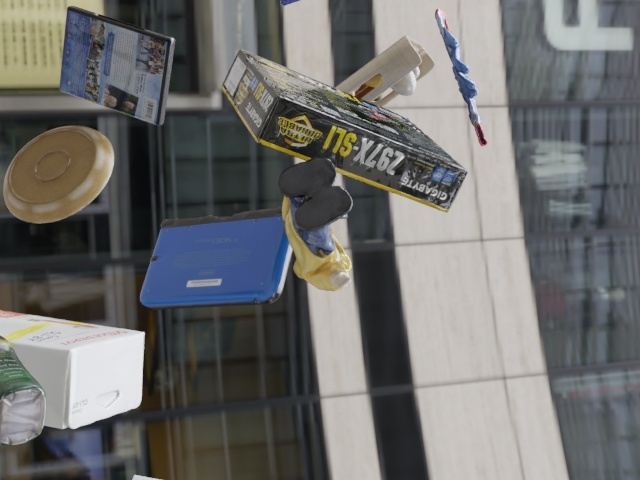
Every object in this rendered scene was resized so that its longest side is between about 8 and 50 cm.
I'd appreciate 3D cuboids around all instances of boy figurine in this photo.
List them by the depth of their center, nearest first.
[{"bbox_3d":[0.000,0.000,1.399,0.285,0.092,0.177,79,-15,-65],"label":"boy figurine"}]

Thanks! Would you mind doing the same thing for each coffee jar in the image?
[{"bbox_3d":[-0.469,0.213,1.425,0.184,0.079,0.096,35,-59,46],"label":"coffee jar"}]

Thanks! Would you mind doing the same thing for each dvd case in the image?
[{"bbox_3d":[-0.413,-0.353,1.961,0.022,0.253,0.180,-34,140,-60],"label":"dvd case"}]

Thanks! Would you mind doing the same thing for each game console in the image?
[{"bbox_3d":[-0.130,0.032,1.701,0.293,0.173,0.250,-5,-122,32],"label":"game console"}]

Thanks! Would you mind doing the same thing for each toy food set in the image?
[{"bbox_3d":[0.111,-0.278,1.833,0.092,0.220,0.306,55,14,1],"label":"toy food set"}]

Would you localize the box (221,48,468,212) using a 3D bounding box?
[{"bbox_3d":[0.032,-0.167,1.461,0.079,0.322,0.257,-64,-154,15],"label":"box"}]

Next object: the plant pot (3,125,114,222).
[{"bbox_3d":[-0.520,-0.140,1.909,0.032,0.236,0.236,66,6,-53],"label":"plant pot"}]

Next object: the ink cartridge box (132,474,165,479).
[{"bbox_3d":[-0.135,0.314,1.029,0.063,0.151,0.109,-76,176,-49],"label":"ink cartridge box"}]

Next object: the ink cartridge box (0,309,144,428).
[{"bbox_3d":[-0.590,0.252,1.979,0.279,0.385,0.160,-6,102,-69],"label":"ink cartridge box"}]

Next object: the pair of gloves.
[{"bbox_3d":[0.207,-0.231,1.399,0.159,0.023,0.198,-100,166,-44],"label":"pair of gloves"}]

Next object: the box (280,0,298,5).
[{"bbox_3d":[-0.017,-0.495,1.557,0.036,0.136,0.225,42,-35,33],"label":"box"}]
